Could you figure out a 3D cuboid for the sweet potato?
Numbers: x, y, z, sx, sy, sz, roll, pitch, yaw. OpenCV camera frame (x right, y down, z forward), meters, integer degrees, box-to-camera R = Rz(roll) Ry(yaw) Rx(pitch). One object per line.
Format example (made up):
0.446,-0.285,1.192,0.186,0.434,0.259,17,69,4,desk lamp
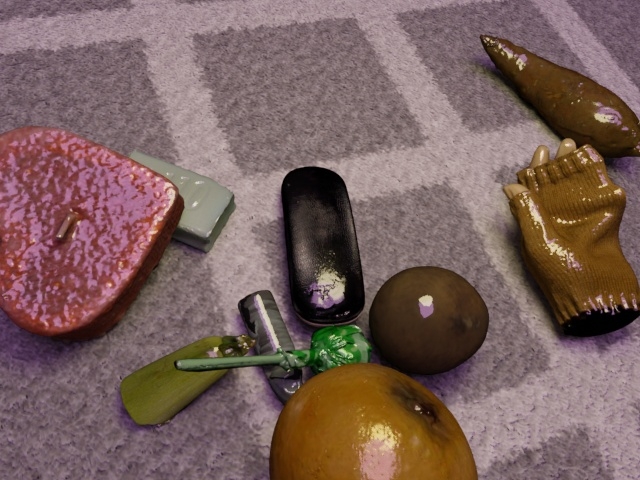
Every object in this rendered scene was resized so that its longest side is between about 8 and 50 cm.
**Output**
0.518,-0.314,1.176,0.131,0.130,0.422,-35,70,-26,sweet potato

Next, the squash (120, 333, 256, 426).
-0.180,0.188,0.791,0.200,0.075,0.090,-28,47,0,squash

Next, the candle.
-0.344,-0.022,0.802,0.288,0.131,0.316,-15,80,-12,candle

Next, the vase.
-0.064,0.180,0.824,0.060,0.060,0.211,-17,70,-19,vase

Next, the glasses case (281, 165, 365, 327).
0.000,0.000,0.925,0.122,0.075,0.314,-3,57,-9,glasses case

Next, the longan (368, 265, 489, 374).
0.166,0.122,0.841,0.188,0.167,0.167,5,60,-8,longan

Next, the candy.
-0.052,0.162,0.740,0.324,0.097,0.097,7,53,-43,candy

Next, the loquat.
0.065,0.280,0.677,0.263,0.263,0.262,4,60,-8,loquat

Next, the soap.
-0.255,-0.069,0.931,0.199,0.063,0.114,21,60,3,soap

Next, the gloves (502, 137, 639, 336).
0.437,-0.008,0.966,0.203,0.155,0.356,-7,77,-6,gloves
